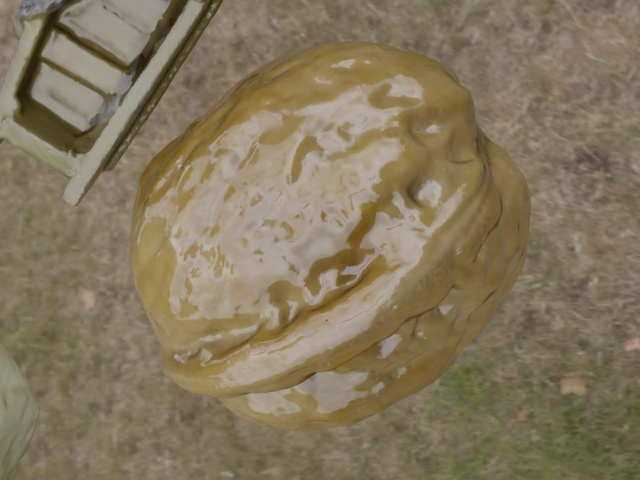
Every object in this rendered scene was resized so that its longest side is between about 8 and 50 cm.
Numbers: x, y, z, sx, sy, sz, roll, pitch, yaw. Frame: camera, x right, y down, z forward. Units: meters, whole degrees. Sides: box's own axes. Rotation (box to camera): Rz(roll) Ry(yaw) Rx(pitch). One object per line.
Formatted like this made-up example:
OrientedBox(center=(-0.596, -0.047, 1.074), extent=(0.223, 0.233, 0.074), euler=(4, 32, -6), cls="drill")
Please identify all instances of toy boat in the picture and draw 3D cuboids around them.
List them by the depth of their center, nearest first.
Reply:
OrientedBox(center=(-0.069, -0.228, 0.742), extent=(0.136, 0.162, 0.445), euler=(29, 104, -4), cls="toy boat")

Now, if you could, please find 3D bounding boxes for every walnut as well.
OrientedBox(center=(0.000, 0.000, 0.791), extent=(0.257, 0.224, 0.257), euler=(-30, 24, 15), cls="walnut")

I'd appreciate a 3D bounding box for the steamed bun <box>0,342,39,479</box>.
OrientedBox(center=(-0.342, 0.110, 0.766), extent=(0.273, 0.272, 0.290), euler=(21, 64, 8), cls="steamed bun")
